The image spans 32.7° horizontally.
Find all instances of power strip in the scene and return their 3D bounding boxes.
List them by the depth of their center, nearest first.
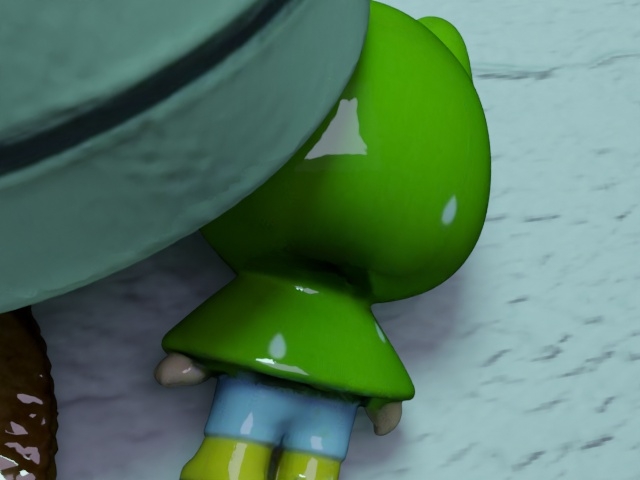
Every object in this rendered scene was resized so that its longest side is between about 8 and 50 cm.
[{"bbox_3d":[-0.163,-0.127,0.458,0.357,0.161,0.358,-8,45,8],"label":"power strip"}]

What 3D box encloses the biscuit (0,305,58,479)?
[{"bbox_3d":[-0.272,0.093,0.488,0.305,0.038,0.305,5,66,-11],"label":"biscuit"}]

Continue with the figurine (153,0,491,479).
[{"bbox_3d":[0.000,0.000,0.542,0.162,0.143,0.263,14,78,-12],"label":"figurine"}]
